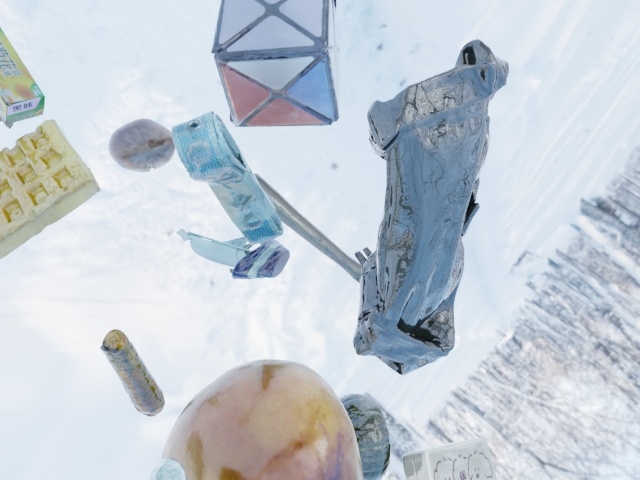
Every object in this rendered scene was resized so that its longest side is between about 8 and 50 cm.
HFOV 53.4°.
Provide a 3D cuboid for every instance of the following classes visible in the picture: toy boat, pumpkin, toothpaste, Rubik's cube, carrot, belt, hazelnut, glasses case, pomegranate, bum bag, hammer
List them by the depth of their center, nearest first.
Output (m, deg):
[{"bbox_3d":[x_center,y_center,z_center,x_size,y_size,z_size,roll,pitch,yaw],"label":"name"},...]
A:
[{"bbox_3d":[0.086,-0.014,0.571,0.142,0.079,0.326,-12,121,-35],"label":"bum bag"},{"bbox_3d":[-0.351,-0.203,0.665,0.043,0.178,0.037,-28,168,-35],"label":"toothpaste"},{"bbox_3d":[-0.128,-0.078,0.940,0.072,0.087,0.302,-24,151,3],"label":"belt"},{"bbox_3d":[-0.083,0.325,0.949,0.319,0.319,0.319,-45,162,-19],"label":"pomegranate"},{"bbox_3d":[-0.392,0.285,1.343,0.070,0.070,0.260,-42,142,-29],"label":"carrot"},{"bbox_3d":[0.000,0.000,1.379,0.044,0.168,0.440,-31,129,26],"label":"hammer"},{"bbox_3d":[0.094,0.490,1.567,0.157,0.224,0.224,-6,145,-17],"label":"pumpkin"},{"bbox_3d":[-0.205,0.018,1.583,0.210,0.291,0.070,-14,123,-46],"label":"toy boat"},{"bbox_3d":[0.342,0.602,1.654,0.076,0.144,0.336,-26,157,35],"label":"glasses case"},{"bbox_3d":[-0.107,-0.509,1.719,0.305,0.306,0.310,77,15,-61],"label":"Rubik's cube"},{"bbox_3d":[-0.566,-0.296,2.037,0.212,0.181,0.181,-19,150,-20],"label":"hazelnut"}]

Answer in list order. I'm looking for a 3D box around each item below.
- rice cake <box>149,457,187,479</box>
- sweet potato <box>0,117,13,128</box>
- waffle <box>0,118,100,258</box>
[{"bbox_3d":[-0.137,0.352,0.708,0.040,0.226,0.085,-20,168,-24],"label":"rice cake"},{"bbox_3d":[-0.725,-0.320,1.239,0.124,0.098,0.310,-19,136,8],"label":"sweet potato"},{"bbox_3d":[-0.560,-0.097,1.199,0.248,0.221,0.055,-36,146,-9],"label":"waffle"}]
